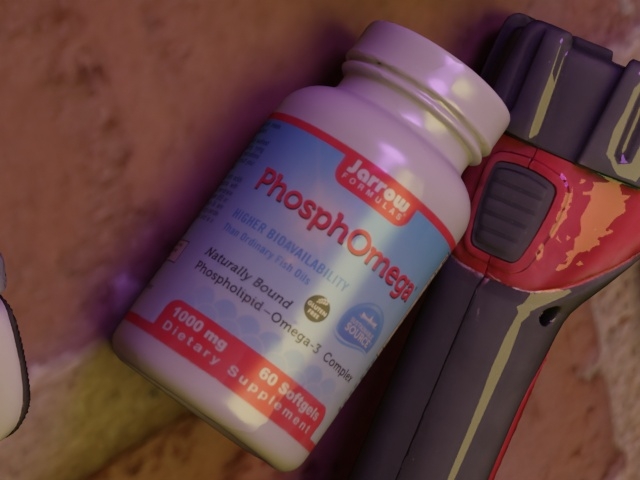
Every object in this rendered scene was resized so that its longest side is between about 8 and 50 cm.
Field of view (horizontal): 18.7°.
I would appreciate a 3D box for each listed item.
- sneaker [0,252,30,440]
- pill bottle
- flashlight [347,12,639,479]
[{"bbox_3d":[-0.171,-0.010,0.597,0.132,0.086,0.228,-24,122,-26],"label":"sneaker"},{"bbox_3d":[0.000,0.000,0.732,0.160,0.087,0.087,-55,131,-8],"label":"pill bottle"},{"bbox_3d":[0.066,0.062,0.810,0.103,0.103,0.304,19,100,-15],"label":"flashlight"}]
